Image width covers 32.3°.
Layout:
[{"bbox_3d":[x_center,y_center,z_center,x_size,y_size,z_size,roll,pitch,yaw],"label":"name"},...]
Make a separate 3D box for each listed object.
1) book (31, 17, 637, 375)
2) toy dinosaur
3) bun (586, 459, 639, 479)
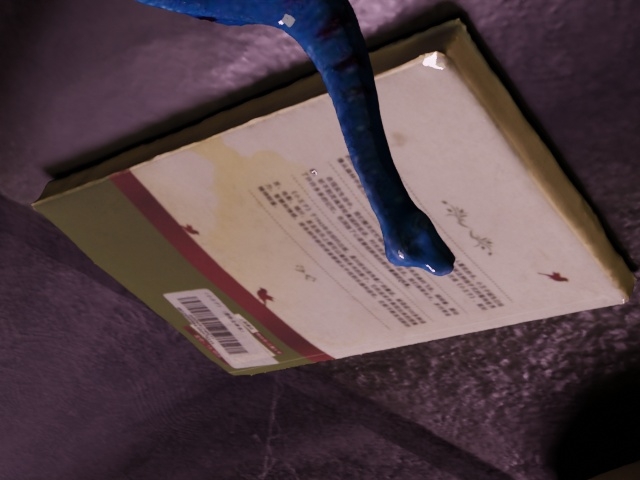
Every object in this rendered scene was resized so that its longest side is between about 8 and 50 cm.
[{"bbox_3d":[0.000,0.000,0.616,0.290,0.026,0.201,-15,132,35],"label":"book"},{"bbox_3d":[-0.055,-0.131,0.406,0.329,0.144,0.076,40,143,-7],"label":"toy dinosaur"},{"bbox_3d":[0.260,0.254,0.678,0.362,0.234,0.326,26,151,-37],"label":"bun"}]
